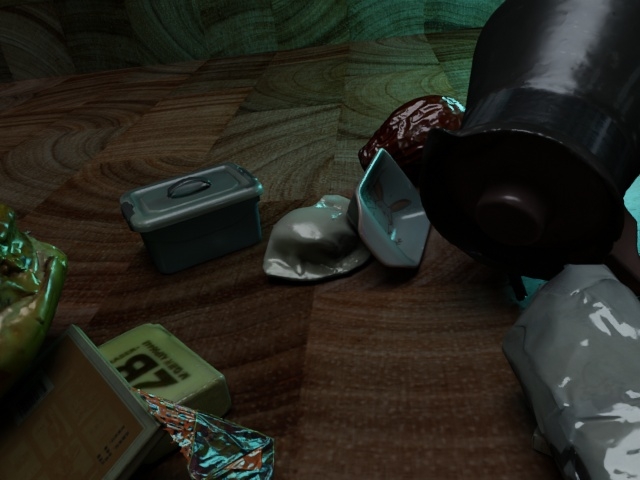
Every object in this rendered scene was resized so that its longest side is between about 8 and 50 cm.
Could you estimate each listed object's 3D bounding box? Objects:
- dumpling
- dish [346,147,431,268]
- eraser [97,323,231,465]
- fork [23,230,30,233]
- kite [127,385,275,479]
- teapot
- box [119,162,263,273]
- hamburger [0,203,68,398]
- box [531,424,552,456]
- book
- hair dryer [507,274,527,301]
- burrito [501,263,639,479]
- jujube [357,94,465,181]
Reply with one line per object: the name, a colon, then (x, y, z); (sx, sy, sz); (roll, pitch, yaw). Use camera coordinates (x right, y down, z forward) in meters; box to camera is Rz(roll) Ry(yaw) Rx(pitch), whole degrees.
dumpling: (0.001, 0.000, 0.874); (0.150, 0.092, 0.176); (31, 36, 27)
dish: (0.097, -0.037, 0.879); (0.064, 0.154, 0.234); (-31, 15, 30)
eraser: (-0.198, 0.167, 0.647); (0.117, 0.058, 0.172); (-29, 35, -33)
fork: (-0.634, 0.003, 1.107); (0.115, 0.012, 0.016); (-24, 36, -35)
kite: (-0.080, 0.210, 0.537); (0.222, 0.008, 0.125); (47, 22, 21)
teapot: (0.330, -0.121, 0.734); (0.361, 0.376, 0.305); (-54, 8, -28)
box: (-0.216, -0.048, 0.965); (0.227, 0.130, 0.162); (-21, 32, -21)
hamburger: (-0.447, 0.107, 0.661); (0.314, 0.170, 0.290); (-32, 31, 15)
box: (0.294, 0.188, 0.516); (0.167, 0.024, 0.090); (14, 37, 35)
book: (-0.275, 0.200, 0.584); (0.242, 0.018, 0.170); (25, 68, 44)
hair dryer: (0.323, -0.026, 0.863); (0.304, 0.120, 0.359); (10, 41, 3)
burrito: (0.257, 0.185, 0.420); (0.139, 0.101, 0.445); (-13, 38, 6)
jujube: (0.187, -0.193, 1.116); (0.236, 0.168, 0.168); (-27, 31, -3)
